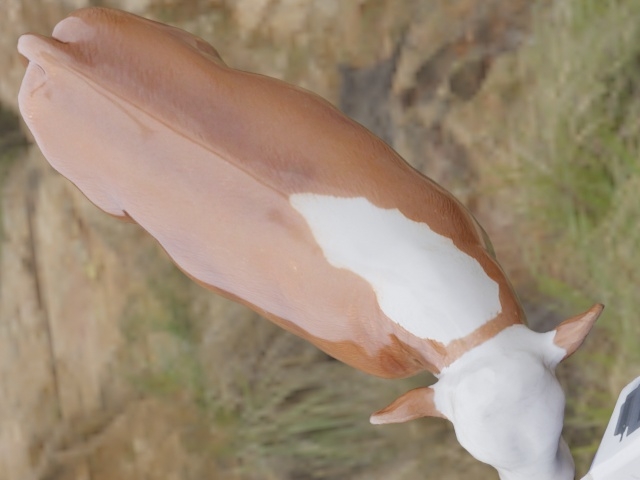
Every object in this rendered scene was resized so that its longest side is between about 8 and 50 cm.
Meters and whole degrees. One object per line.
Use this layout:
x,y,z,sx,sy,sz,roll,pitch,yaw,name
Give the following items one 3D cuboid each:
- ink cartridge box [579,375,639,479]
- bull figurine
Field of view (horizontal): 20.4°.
0.209,0.097,0.623,0.045,0.206,0.208,-64,6,-32,ink cartridge box
0.000,0.000,0.802,0.310,0.101,0.188,38,177,10,bull figurine
